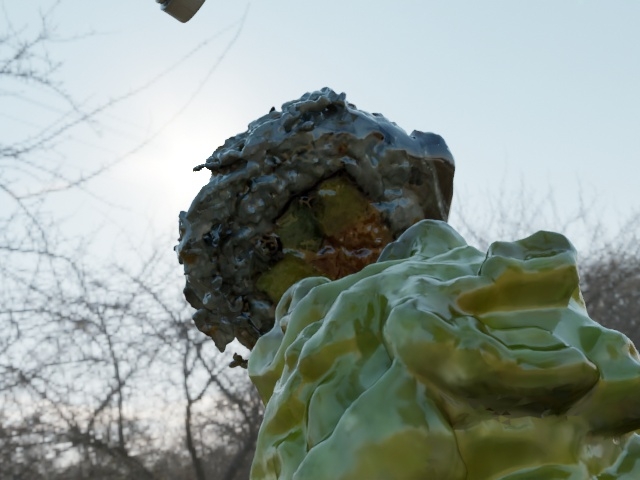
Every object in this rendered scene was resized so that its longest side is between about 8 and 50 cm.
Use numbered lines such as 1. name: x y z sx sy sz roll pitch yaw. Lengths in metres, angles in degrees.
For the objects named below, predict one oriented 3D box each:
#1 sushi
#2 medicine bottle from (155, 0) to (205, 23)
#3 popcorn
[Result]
1. sushi: -0.004 0.000 1.093 0.417 0.417 0.176 -3 15 -25
2. medicine bottle: -0.225 -0.375 1.083 0.168 0.105 0.105 31 -36 -26
3. popcorn: 0.091 0.128 0.564 0.312 0.312 0.312 -10 -16 -3
